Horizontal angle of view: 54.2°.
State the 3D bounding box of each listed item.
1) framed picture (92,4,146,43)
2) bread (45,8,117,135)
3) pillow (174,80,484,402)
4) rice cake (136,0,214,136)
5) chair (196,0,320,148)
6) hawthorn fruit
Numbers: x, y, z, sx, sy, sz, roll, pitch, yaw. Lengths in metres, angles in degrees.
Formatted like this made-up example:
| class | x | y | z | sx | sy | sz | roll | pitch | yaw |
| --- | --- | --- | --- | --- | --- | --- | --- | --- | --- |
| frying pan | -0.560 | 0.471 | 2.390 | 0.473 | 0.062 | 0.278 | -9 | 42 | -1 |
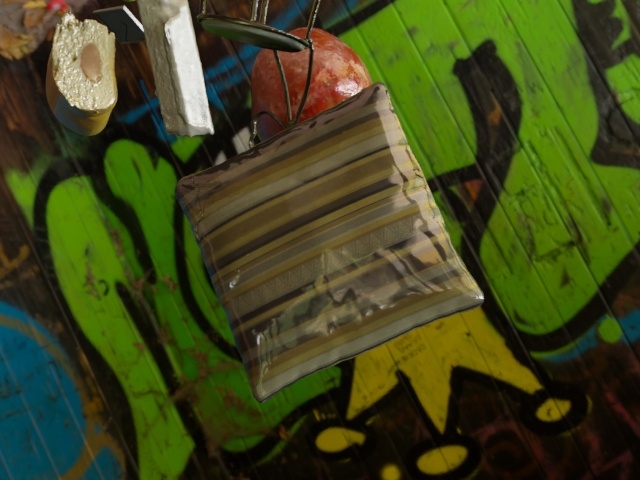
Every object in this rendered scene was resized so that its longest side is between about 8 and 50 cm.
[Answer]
| class | x | y | z | sx | sy | sz | roll | pitch | yaw |
| --- | --- | --- | --- | --- | --- | --- | --- | --- | --- |
| framed picture | -0.305 | -0.331 | 0.964 | 0.089 | 0.066 | 0.006 | 11 | -116 | 41 |
| bread | -0.339 | -0.225 | 0.879 | 0.085 | 0.134 | 0.173 | -1 | 173 | -25 |
| pillow | 0.000 | 0.000 | 0.530 | 0.208 | 0.212 | 0.052 | -25 | 166 | 7 |
| rice cake | -0.159 | -0.233 | 0.642 | 0.057 | 0.256 | 0.052 | 4 | -158 | 34 |
| chair | -0.077 | -0.269 | 0.816 | 0.160 | 0.325 | 0.170 | 20 | -166 | 42 |
| hawthorn fruit | -0.019 | -0.277 | 1.255 | 0.284 | 0.284 | 0.284 | -27 | 176 | -2 |
